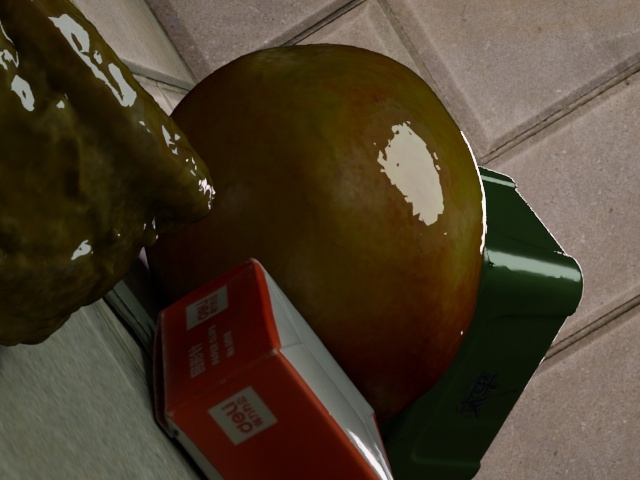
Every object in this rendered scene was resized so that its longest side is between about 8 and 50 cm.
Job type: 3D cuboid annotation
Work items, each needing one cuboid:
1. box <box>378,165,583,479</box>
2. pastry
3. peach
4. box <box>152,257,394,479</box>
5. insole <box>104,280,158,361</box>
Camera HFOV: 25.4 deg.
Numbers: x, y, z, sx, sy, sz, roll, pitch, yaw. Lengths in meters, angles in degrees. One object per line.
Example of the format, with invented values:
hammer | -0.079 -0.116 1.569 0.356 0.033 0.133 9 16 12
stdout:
box | 0.100 0.081 1.421 0.178 0.328 0.252 10 32 -32
pastry | -0.164 -0.069 0.649 0.235 0.132 0.240 49 -3 -12
peach | 0.000 0.000 1.160 0.308 0.308 0.332 55 15 -52
box | -0.031 0.124 0.976 0.182 0.099 0.133 55 11 -30
insole | -0.109 0.084 1.012 0.192 0.010 0.063 56 2 -31
